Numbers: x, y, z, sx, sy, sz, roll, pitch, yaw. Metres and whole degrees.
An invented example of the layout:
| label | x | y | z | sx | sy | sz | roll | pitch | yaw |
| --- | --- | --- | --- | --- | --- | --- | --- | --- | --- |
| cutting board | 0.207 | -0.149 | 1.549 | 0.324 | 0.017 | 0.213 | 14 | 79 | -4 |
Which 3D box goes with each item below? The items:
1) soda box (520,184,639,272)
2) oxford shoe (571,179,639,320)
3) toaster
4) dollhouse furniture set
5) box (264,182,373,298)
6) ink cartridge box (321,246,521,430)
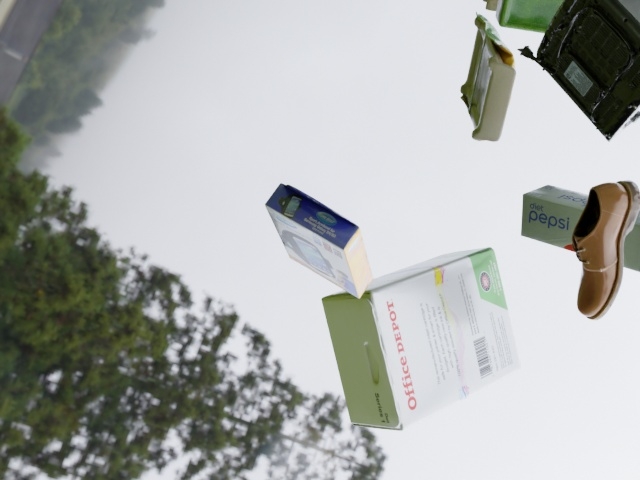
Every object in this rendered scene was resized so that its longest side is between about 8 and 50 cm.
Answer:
| label | x | y | z | sx | sy | sz | roll | pitch | yaw |
| --- | --- | --- | --- | --- | --- | --- | --- | --- | --- |
| soda box | 0.540 | -0.028 | 1.737 | 0.286 | 0.091 | 0.098 | 22 | -58 | 46 |
| oxford shoe | 0.387 | 0.015 | 1.242 | 0.076 | 0.076 | 0.212 | -131 | -138 | -63 |
| toaster | 0.369 | -0.244 | 1.093 | 0.185 | 0.110 | 0.168 | 54 | -24 | 16 |
| dollhouse furniture set | 0.338 | -0.321 | 1.429 | 0.197 | 0.151 | 0.301 | -88 | -176 | -54 |
| box | 0.000 | 0.000 | 0.755 | 0.081 | 0.136 | 0.028 | 30 | -103 | 20 |
| ink cartridge box | 0.155 | 0.141 | 1.310 | 0.117 | 0.278 | 0.201 | -10 | -85 | 50 |
